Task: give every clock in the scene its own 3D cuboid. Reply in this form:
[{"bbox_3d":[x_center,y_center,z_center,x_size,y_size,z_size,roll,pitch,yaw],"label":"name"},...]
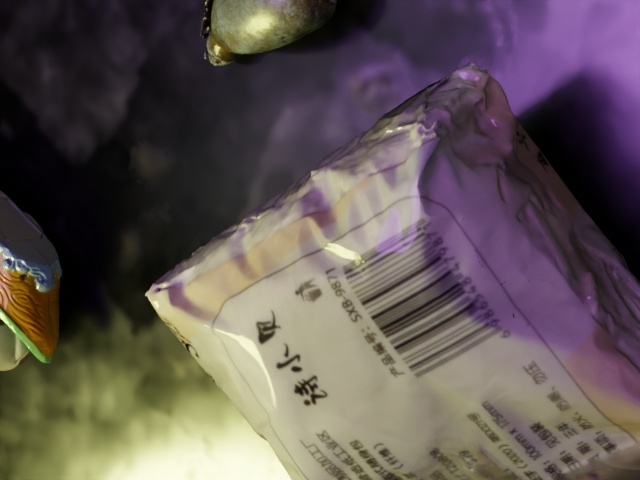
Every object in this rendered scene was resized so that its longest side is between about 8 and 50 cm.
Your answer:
[{"bbox_3d":[-0.332,0.037,1.877,0.231,0.103,0.144,44,116,23],"label":"clock"}]

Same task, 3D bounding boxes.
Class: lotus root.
[{"bbox_3d":[-0.050,-0.205,1.698,0.165,0.088,0.088,-22,83,41],"label":"lotus root"}]

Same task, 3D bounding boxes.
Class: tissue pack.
[{"bbox_3d":[0.087,0.096,1.551,0.390,0.195,0.375,-30,101,27],"label":"tissue pack"}]
